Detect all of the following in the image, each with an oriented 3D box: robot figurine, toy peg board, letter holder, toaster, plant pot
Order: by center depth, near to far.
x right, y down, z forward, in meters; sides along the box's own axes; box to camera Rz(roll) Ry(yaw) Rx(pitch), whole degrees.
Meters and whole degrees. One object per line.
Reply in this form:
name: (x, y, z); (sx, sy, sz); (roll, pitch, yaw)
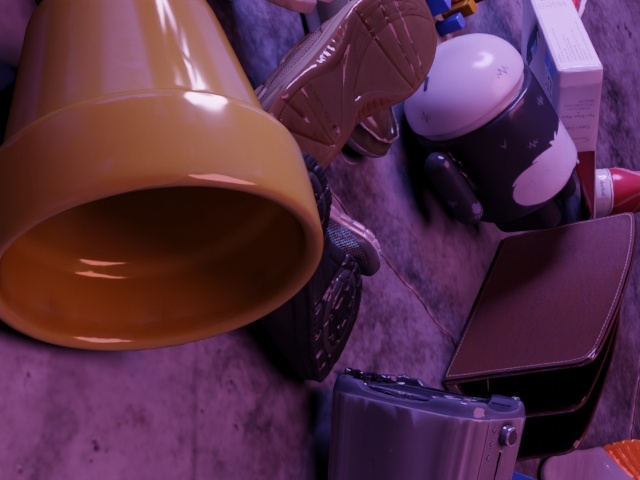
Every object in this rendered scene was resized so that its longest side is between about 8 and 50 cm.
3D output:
plant pot: (-0.144, -0.071, 0.845); (0.254, 0.254, 0.239); (24, 43, -46)
toaster: (0.093, 0.217, 1.074); (0.129, 0.227, 0.146); (9, 88, -50)
letter holder: (0.325, 0.119, 1.385); (0.152, 0.214, 0.302); (57, 40, -22)
robot figurine: (0.223, -0.136, 1.387); (0.278, 0.173, 0.209); (52, 15, -27)
toy peg board: (0.175, -0.373, 1.483); (0.161, 0.079, 0.160); (54, 41, -25)

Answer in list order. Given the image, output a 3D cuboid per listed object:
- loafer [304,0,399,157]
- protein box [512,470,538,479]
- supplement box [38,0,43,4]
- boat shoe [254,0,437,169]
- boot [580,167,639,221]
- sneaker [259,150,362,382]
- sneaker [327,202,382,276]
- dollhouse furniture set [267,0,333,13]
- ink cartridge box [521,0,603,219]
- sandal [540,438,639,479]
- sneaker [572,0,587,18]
loafer: (0.045, -0.221, 1.251); (0.094, 0.087, 0.251); (-20, 93, -53)
protein box: (0.193, 0.372, 1.188); (0.201, 0.136, 0.199); (29, 56, -44)
supplement box: (-0.208, -0.268, 0.946); (0.104, 0.081, 0.188); (-37, 108, -51)
boat shoe: (0.007, -0.172, 1.133); (0.341, 0.110, 0.121); (-44, 115, -39)
boot: (0.496, -0.068, 1.647); (0.244, 0.176, 0.088); (48, 37, -82)
sneaker: (-0.042, 0.023, 1.037); (0.109, 0.130, 0.286); (-55, 143, -40)
sneaker: (0.000, 0.000, 1.150); (0.166, 0.065, 0.076); (41, 64, -32)
dollhouse furniture set: (0.065, -0.420, 1.082); (0.256, 0.362, 0.394); (23, 19, 2)
ink cartridge box: (0.355, -0.214, 1.587); (0.296, 0.066, 0.261); (-90, 174, -53)
sandal: (0.404, 0.346, 1.536); (0.265, 0.076, 0.102); (7, 55, -30)
sneaker: (0.360, -0.474, 1.769); (0.118, 0.107, 0.279); (-1, 75, -34)
